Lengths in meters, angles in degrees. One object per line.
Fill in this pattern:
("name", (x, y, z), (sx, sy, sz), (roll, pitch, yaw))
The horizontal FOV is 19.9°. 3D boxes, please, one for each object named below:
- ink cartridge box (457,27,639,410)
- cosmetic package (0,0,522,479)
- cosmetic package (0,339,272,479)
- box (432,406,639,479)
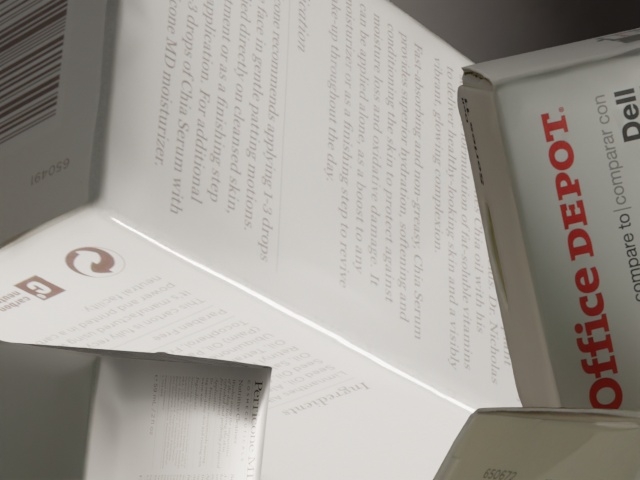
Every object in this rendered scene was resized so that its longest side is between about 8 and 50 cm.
("ink cartridge box", (0.172, -0.015, 0.717), (0.208, 0.087, 0.153), (-14, 98, -2))
("cosmetic package", (0.000, 0.000, 1.001), (0.161, 0.230, 0.453), (-23, 141, 36))
("cosmetic package", (-0.078, 0.156, 0.618), (0.060, 0.239, 0.099), (4, 176, 36))
("box", (0.162, 0.197, 0.618), (0.311, 0.148, 0.121), (38, 161, -19))
